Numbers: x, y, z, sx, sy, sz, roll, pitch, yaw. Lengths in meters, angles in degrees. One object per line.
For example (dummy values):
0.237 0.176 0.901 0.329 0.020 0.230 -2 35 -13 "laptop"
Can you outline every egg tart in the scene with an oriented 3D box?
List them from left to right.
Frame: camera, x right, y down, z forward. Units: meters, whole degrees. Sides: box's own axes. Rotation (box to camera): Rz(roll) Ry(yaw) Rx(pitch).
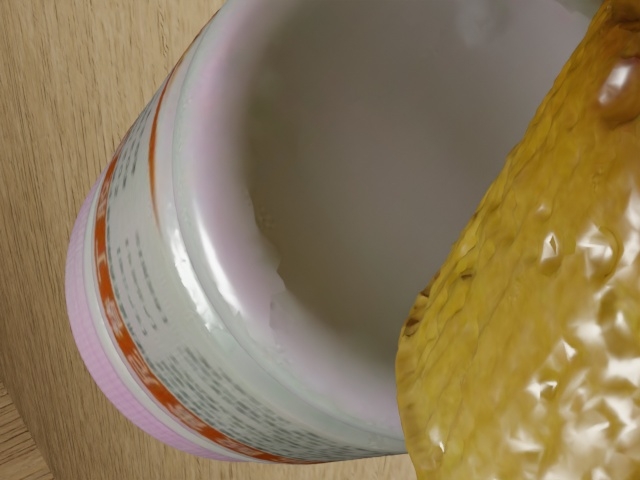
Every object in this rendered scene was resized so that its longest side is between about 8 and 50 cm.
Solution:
0.128 0.013 0.381 0.202 0.202 0.147 51 146 34 "egg tart"

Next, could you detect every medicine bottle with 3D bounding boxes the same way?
0.000 0.000 0.654 0.202 0.202 0.316 65 160 3 "medicine bottle"
